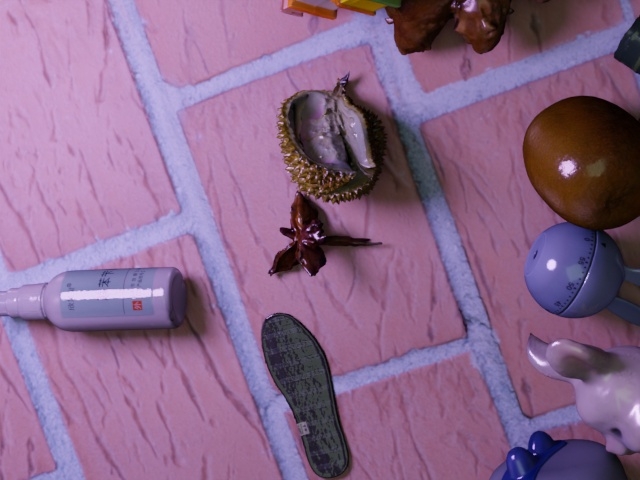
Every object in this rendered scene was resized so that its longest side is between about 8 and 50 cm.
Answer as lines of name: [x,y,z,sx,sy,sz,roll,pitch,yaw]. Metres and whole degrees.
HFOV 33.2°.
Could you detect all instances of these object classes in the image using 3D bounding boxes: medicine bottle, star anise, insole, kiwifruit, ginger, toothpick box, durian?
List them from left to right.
medicine bottle: [-0.420,0.107,1.904,0.352,0.110,0.110,-2,94,10]
insole: [-0.026,0.273,1.901,0.110,0.012,0.309,-17,91,9]
star anise: [0.004,0.006,1.858,0.140,0.144,0.158,15,90,53]
durian: [0.015,-0.160,1.803,0.194,0.137,0.237,13,54,1]
ginger: [0.236,-0.456,1.731,0.357,0.152,0.274,-40,99,10]
toothpick box: [0.395,0.479,1.722,0.263,0.263,0.354,-18,90,11]
kiwifruit: [0.421,-0.128,1.686,0.196,0.234,0.195,-6,124,-8]

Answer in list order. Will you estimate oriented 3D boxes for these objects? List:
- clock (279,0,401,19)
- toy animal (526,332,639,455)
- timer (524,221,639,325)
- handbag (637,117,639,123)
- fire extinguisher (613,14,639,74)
clock: [0.025,-0.463,1.718,0.106,0.255,0.219,9,83,-29]
toy animal: [0.517,0.224,1.697,0.368,0.196,0.241,8,80,-3]
timer: [0.456,0.049,1.747,0.256,0.175,0.175,2,96,-18]
handbag: [0.571,-0.115,1.696,0.072,0.151,0.193,-18,92,9]
fire extinguisher: [0.609,-0.245,1.688,0.294,0.093,0.118,37,134,15]
